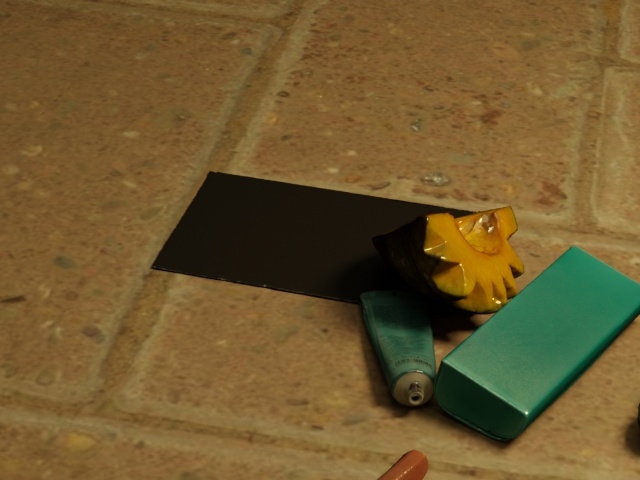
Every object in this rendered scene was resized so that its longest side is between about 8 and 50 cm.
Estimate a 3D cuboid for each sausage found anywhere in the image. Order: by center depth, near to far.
[{"bbox_3d":[0.060,0.256,1.710,0.030,0.035,0.147,-11,18,46],"label":"sausage"}]

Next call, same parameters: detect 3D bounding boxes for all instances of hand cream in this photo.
[{"bbox_3d":[0.092,0.118,1.926,0.083,0.048,0.224,0,28,-4],"label":"hand cream"}]

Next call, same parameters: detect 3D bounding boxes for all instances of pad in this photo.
[{"bbox_3d":[0.000,0.000,2.135,0.367,0.007,0.248,9,33,10],"label":"pad"}]

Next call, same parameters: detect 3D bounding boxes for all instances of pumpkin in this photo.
[{"bbox_3d":[0.140,0.036,2.006,0.149,0.130,0.254,-18,-4,27],"label":"pumpkin"}]

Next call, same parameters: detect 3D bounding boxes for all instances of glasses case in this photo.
[{"bbox_3d":[0.253,0.117,1.916,0.117,0.070,0.301,33,40,22],"label":"glasses case"}]

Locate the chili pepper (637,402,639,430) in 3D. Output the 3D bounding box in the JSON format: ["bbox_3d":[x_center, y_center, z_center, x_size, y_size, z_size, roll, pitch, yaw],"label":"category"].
[{"bbox_3d":[0.380,0.177,1.822,0.073,0.072,0.204,7,35,24],"label":"chili pepper"}]
